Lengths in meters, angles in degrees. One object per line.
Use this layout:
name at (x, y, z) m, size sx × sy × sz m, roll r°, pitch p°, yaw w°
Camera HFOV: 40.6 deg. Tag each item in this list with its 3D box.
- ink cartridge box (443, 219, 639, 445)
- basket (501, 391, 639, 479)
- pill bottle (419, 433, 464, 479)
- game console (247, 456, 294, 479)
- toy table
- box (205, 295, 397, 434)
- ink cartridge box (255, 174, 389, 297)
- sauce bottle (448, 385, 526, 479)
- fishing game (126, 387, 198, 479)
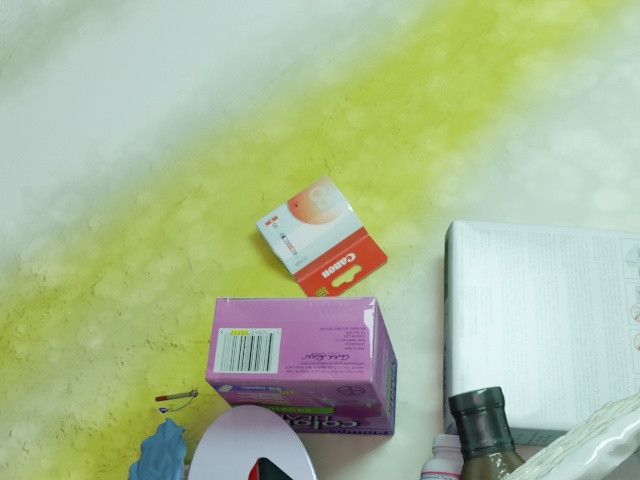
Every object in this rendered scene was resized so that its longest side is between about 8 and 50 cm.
ink cartridge box at (0.369, 0.133, 1.226) m, size 0.385 × 0.091 × 0.308 m, roll 4°, pitch 63°, yaw 1°
basket at (0.325, 0.352, 0.860) m, size 0.328 × 0.266 × 0.331 m, roll -32°, pitch 77°, yaw -12°
pill bottle at (0.171, 0.343, 1.142) m, size 0.087 × 0.087 × 0.160 m, roll 5°, pitch 64°, yaw 15°
game console at (0.071, 0.424, 0.901) m, size 0.060 × 0.386 × 0.342 m, roll -43°, pitch 16°, yaw 12°
toy table at (-0.072, 0.371, 1.141) m, size 0.252 × 0.161 × 0.274 m, roll -4°, pitch 62°, yaw 11°
box at (-0.015, 0.176, 1.181) m, size 0.214 × 0.243 × 0.117 m, roll -1°, pitch 63°, yaw 11°
ink cartridge box at (0.000, 0.000, 1.385) m, size 0.145 × 0.045 × 0.179 m, roll -35°, pitch 59°, yaw -6°
sauce bottle at (0.226, 0.352, 1.051) m, size 0.112 × 0.111 × 0.344 m, roll -15°, pitch 75°, yaw 5°
fishing game at (-0.227, 0.340, 1.216) m, size 0.189 × 0.041 × 0.264 m, roll -23°, pitch 48°, yaw 53°
